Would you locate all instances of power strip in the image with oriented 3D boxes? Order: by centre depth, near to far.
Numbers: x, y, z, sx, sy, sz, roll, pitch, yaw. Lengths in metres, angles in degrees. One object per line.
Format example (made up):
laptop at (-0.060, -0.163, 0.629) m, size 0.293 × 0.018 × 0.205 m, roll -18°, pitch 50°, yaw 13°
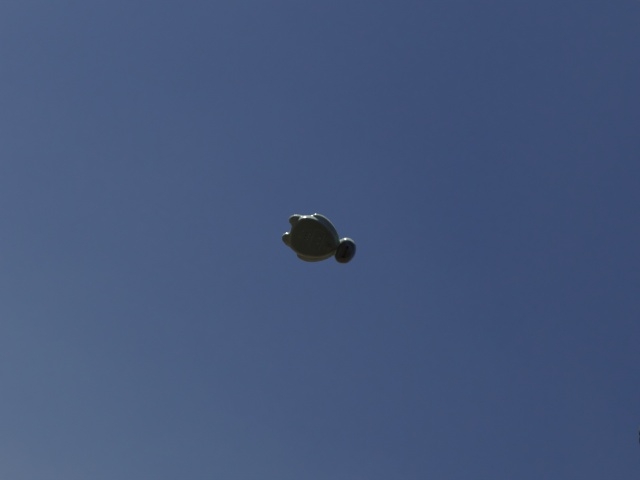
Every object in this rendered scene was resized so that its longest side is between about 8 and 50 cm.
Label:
power strip at (0.000, 0.000, 1.749) m, size 0.083 × 0.055 × 0.035 m, roll 21°, pitch 6°, yaw -1°

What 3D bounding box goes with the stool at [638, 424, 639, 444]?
stool at (0.368, 0.179, 1.503) m, size 0.096 × 0.096 × 0.110 m, roll 35°, pitch -50°, yaw 7°
